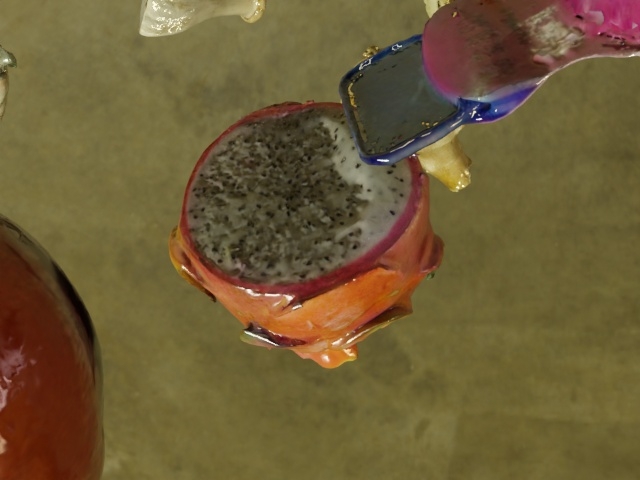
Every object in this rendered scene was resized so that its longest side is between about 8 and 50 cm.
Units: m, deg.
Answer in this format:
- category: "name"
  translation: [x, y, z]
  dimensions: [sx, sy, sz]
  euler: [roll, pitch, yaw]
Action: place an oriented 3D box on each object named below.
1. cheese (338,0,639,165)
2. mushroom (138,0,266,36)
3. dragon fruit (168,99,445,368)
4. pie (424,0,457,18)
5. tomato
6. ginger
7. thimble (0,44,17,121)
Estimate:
- category: "cheese"
  translation: [0.117, -0.102, 0.373]
  dimensions: [0.244, 0.155, 0.062]
  euler: [-30, 125, 12]
- category: "mushroom"
  translation: [-0.194, -0.389, 1.580]
  dimensions: [0.108, 0.247, 0.096]
  euler: [51, 135, 20]
- category: "dragon fruit"
  translation: [0.000, 0.000, 1.095]
  dimensions: [0.291, 0.290, 0.189]
  euler: [-6, 146, 14]
- category: "pie"
  translation: [0.145, -0.347, 1.035]
  dimensions: [0.055, 0.274, 0.274]
  euler: [5, 128, 19]
- category: "tomato"
  translation: [-0.191, 0.071, 0.448]
  dimensions: [0.184, 0.208, 0.208]
  euler: [-37, 122, -17]
- category: "ginger"
  translation: [0.166, -0.222, 1.922]
  dimensions: [0.236, 0.166, 0.375]
  euler: [-10, 130, 7]
- category: "thimble"
  translation: [-0.338, -0.109, 0.711]
  dimensions: [0.148, 0.196, 0.229]
  euler: [52, 132, 14]
